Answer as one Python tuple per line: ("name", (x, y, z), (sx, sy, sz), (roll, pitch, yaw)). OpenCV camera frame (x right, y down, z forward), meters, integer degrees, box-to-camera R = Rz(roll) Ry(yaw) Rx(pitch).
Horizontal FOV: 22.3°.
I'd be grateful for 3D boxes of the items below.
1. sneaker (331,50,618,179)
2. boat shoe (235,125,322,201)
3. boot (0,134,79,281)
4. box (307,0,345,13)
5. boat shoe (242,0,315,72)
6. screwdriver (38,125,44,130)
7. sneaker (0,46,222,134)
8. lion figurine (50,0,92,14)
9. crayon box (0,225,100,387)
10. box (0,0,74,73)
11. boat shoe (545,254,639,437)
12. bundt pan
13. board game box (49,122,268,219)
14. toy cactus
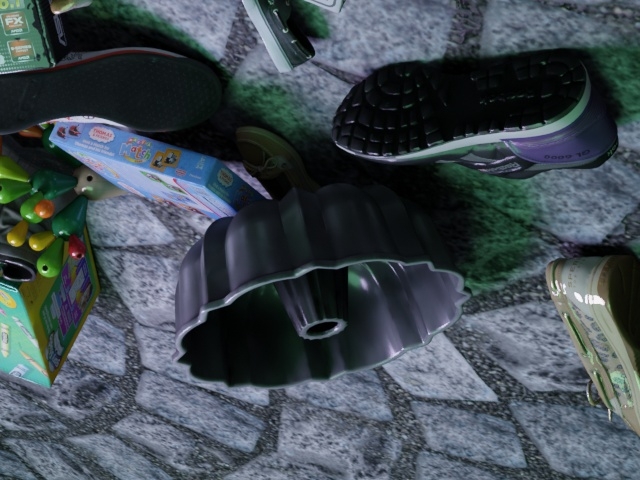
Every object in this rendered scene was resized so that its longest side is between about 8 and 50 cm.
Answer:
("sneaker", (0.145, -0.095, 1.546), (0.283, 0.107, 0.124), (0, 149, 37))
("boat shoe", (-0.046, -0.067, 1.785), (0.056, 0.048, 0.153), (1, 144, 36))
("boot", (-0.411, -0.054, 1.946), (0.246, 0.161, 0.083), (22, 153, 22))
("box", (-0.025, -0.324, 1.298), (0.169, 0.087, 0.290), (23, 152, 3))
("boat shoe", (-0.045, -0.219, 1.542), (0.040, 0.049, 0.142), (-21, 136, 8))
("screwdriver", (-0.309, -0.109, 1.940), (0.170, 0.024, 0.025), (36, 121, -17))
("sneaker", (-0.246, -0.174, 1.724), (0.270, 0.145, 0.090), (-5, 114, -10))
("lion figurine", (-0.173, -0.315, 1.283), (0.392, 0.142, 0.240), (-2, 107, 52))
("crayon box", (-0.368, 0.054, 2.106), (0.081, 0.165, 0.278), (18, 151, 10))
("box", (-0.388, -0.259, 1.535), (0.270, 0.060, 0.216), (-4, 114, 14))
("boat shoe", (0.329, 0.118, 1.777), (0.089, 0.104, 0.285), (7, 137, 37))
("bundt pan", (-0.010, 0.042, 1.760), (0.330, 0.124, 0.331), (-12, 156, -5))
("board game box", (-0.169, -0.071, 1.773), (0.211, 0.039, 0.160), (16, 169, 28))
("toy cactus", (-0.293, -0.073, 1.870), (0.180, 0.219, 0.112), (-6, 165, -38))
